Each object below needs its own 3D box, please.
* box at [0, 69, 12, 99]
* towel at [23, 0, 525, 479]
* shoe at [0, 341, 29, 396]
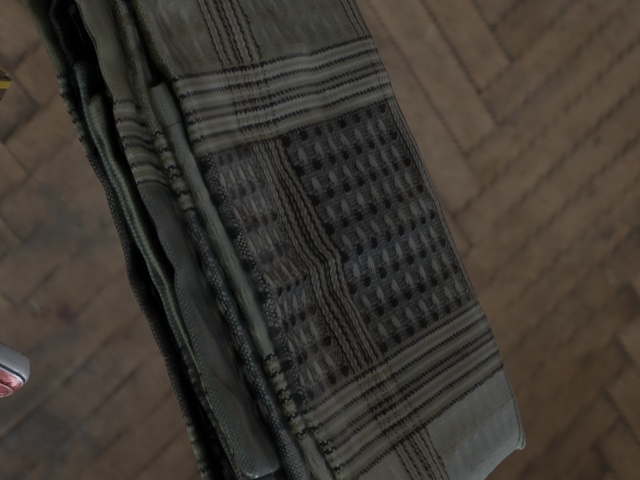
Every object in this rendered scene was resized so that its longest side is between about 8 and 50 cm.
[{"bbox_3d":[-0.329,-0.137,1.096,0.257,0.322,0.079,36,94,-2],"label":"box"},{"bbox_3d":[0.000,0.000,0.955,0.324,0.056,0.312,-18,88,-64],"label":"towel"},{"bbox_3d":[-0.277,0.099,1.217,0.178,0.063,0.081,14,63,-28],"label":"shoe"}]
